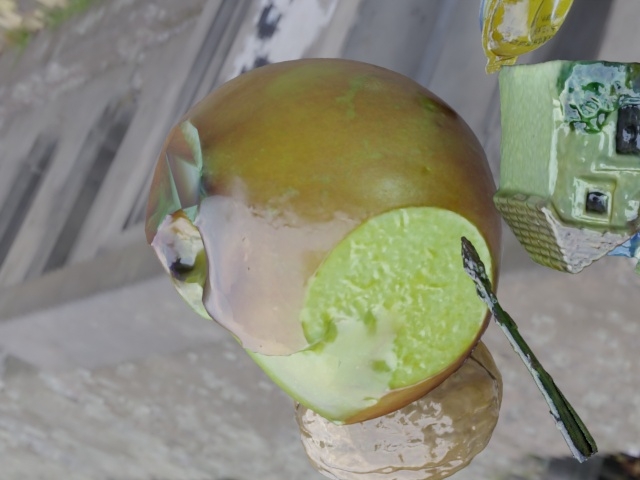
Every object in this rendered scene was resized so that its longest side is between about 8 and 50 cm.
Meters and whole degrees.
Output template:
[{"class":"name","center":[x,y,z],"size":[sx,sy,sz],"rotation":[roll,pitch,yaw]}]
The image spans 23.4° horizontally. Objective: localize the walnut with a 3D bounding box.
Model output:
[{"class":"walnut","center":[0.095,0.188,1.857],"size":[0.257,0.257,0.224],"rotation":[31,-168,-20]}]

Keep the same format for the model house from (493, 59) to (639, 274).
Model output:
[{"class":"model house","center":[0.276,-0.061,1.380],"size":[0.214,0.189,0.195],"rotation":[5,-175,-19]}]

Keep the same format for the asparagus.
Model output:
[{"class":"asparagus","center":[0.183,0.096,1.397],"size":[0.023,0.233,0.022],"rotation":[-38,161,25]}]

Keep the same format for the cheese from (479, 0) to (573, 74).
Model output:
[{"class":"cheese","center":[0.253,-0.311,1.761],"size":[0.069,0.177,0.270],"rotation":[36,123,26]}]

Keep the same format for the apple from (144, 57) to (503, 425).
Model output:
[{"class":"apple","center":[0.000,0.000,1.615],"size":[0.374,0.384,0.374],"rotation":[-1,172,0]}]
